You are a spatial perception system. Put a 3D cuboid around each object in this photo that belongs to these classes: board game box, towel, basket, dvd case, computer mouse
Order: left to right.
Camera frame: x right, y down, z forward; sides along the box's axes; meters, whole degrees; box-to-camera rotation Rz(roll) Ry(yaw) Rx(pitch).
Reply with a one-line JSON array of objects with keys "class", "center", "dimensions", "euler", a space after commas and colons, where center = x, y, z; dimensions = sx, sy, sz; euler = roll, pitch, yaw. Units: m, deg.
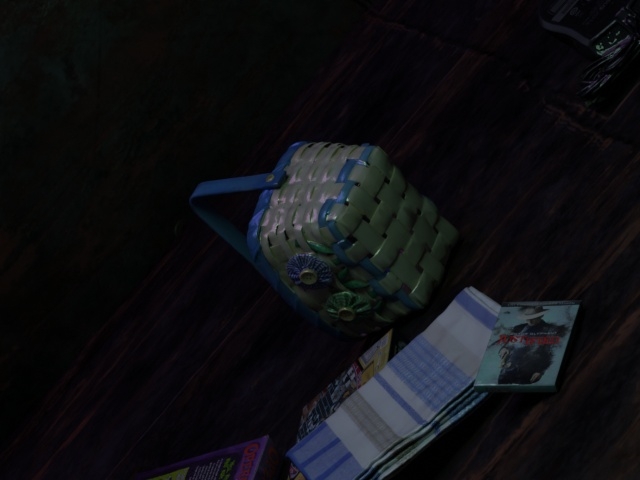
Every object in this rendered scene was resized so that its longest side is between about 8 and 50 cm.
[{"class": "board game box", "center": [-0.175, 0.382, 2.314], "dimensions": [0.208, 0.056, 0.347], "euler": [-23, 27, 30]}, {"class": "basket", "center": [0.000, 0.000, 2.432], "dimensions": [0.289, 0.255, 0.201], "euler": [-9, 45, 52]}, {"class": "board game box", "center": [0.032, 0.222, 2.214], "dimensions": [0.165, 0.042, 0.243], "euler": [-43, 17, 27]}, {"class": "towel", "center": [0.093, 0.164, 2.075], "dimensions": [0.285, 0.034, 0.209], "euler": [-41, 19, -3]}, {"class": "dvd case", "center": [0.207, 0.105, 1.956], "dimensions": [0.087, 0.013, 0.119], "euler": [-2, 40, 27]}, {"class": "computer mouse", "center": [0.352, -0.262, 2.400], "dimensions": [0.188, 0.072, 0.272], "euler": [-47, 27, 7]}]
